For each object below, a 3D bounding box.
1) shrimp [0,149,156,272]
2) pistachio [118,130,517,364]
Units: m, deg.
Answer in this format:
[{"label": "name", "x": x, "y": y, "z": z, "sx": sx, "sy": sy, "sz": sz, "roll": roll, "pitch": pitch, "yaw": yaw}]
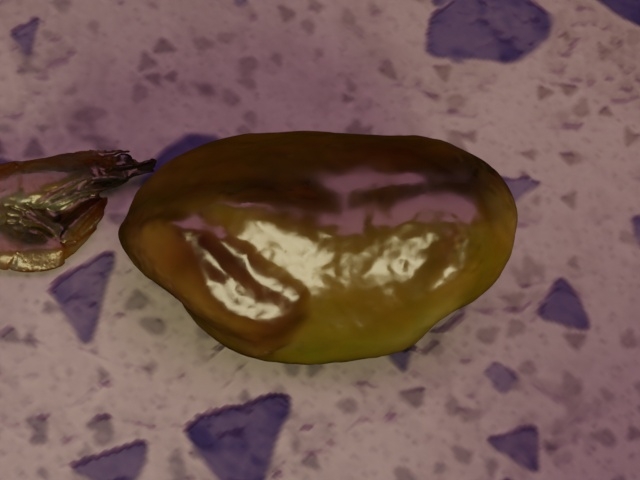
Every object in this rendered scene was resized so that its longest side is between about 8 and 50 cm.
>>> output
[{"label": "shrimp", "x": -0.130, "y": -0.015, "z": 0.884, "sx": 0.108, "sy": 0.023, "sz": 0.059, "roll": -11, "pitch": 71, "yaw": -20}, {"label": "pistachio", "x": -0.002, "y": -0.002, "z": 0.865, "sx": 0.189, "sy": 0.100, "sz": 0.110, "roll": -6, "pitch": 38, "yaw": -8}]
